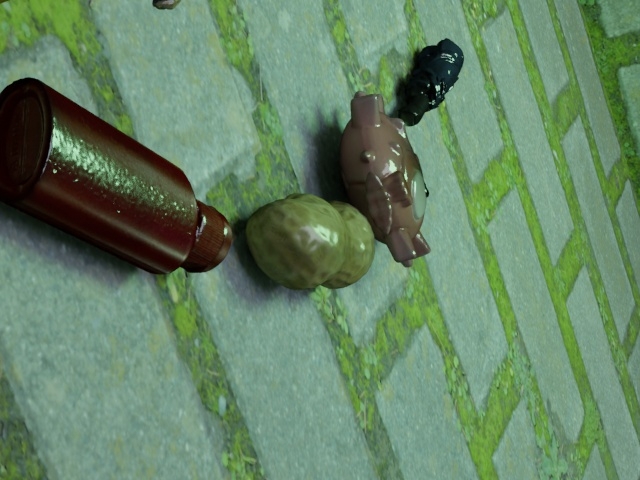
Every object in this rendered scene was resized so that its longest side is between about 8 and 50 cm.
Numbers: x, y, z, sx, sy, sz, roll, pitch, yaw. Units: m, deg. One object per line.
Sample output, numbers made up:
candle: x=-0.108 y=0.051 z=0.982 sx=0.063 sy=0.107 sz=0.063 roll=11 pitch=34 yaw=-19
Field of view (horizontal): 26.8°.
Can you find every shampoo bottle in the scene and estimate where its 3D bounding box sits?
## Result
shampoo bottle: x=-0.162 y=-0.037 z=1.085 sx=0.260 sy=0.064 sz=0.102 roll=32 pitch=50 yaw=-57

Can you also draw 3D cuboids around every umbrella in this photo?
umbrella: x=0.143 y=-0.210 z=1.839 sx=0.071 sy=0.071 sz=0.248 roll=67 pitch=30 yaw=-21

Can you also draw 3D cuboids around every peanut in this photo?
peanut: x=-0.001 y=0.001 z=1.388 sx=0.104 sy=0.086 sz=0.228 roll=63 pitch=21 yaw=15

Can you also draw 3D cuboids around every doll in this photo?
doll: x=0.073 y=-0.070 z=1.551 sx=0.262 sy=0.093 sz=0.211 roll=-61 pitch=134 yaw=-77

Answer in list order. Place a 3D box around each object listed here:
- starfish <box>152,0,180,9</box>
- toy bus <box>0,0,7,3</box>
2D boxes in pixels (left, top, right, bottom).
starfish: x=-0.210 y=-0.195 z=0.807 sx=0.312 sy=0.303 sz=0.113 roll=28 pitch=69 yaw=-44
toy bus: x=-0.249 y=-0.325 z=0.884 sx=0.145 sy=0.151 sz=0.331 roll=-111 pitch=176 yaw=-47
